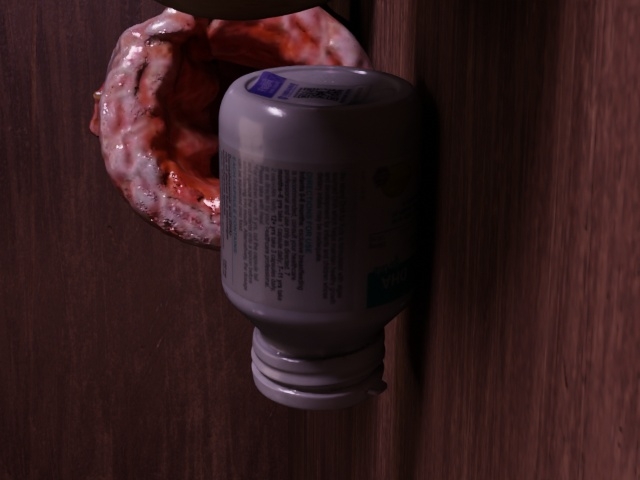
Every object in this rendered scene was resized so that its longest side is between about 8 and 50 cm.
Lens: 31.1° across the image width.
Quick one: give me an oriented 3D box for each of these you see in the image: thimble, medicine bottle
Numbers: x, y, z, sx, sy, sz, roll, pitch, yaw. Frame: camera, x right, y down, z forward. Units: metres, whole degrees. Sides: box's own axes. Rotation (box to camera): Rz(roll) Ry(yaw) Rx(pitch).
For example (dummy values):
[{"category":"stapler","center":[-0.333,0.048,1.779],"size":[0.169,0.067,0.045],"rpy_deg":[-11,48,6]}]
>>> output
[{"category":"thimble","center":[-0.070,-0.099,0.979],"size":[0.162,0.239,0.239],"rpy_deg":[-128,37,-86]},{"category":"medicine bottle","center":[0.000,0.000,0.774],"size":[0.135,0.135,0.215],"rpy_deg":[-101,11,-68]}]

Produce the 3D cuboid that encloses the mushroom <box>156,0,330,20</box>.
[{"category":"mushroom","center":[-0.065,-0.285,0.528],"size":[0.362,0.295,0.362],"rpy_deg":[180,90,-88]}]

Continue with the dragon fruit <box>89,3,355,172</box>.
[{"category":"dragon fruit","center":[-0.046,-0.153,1.144],"size":[0.317,0.152,0.205],"rpy_deg":[-3,-58,-53]}]
